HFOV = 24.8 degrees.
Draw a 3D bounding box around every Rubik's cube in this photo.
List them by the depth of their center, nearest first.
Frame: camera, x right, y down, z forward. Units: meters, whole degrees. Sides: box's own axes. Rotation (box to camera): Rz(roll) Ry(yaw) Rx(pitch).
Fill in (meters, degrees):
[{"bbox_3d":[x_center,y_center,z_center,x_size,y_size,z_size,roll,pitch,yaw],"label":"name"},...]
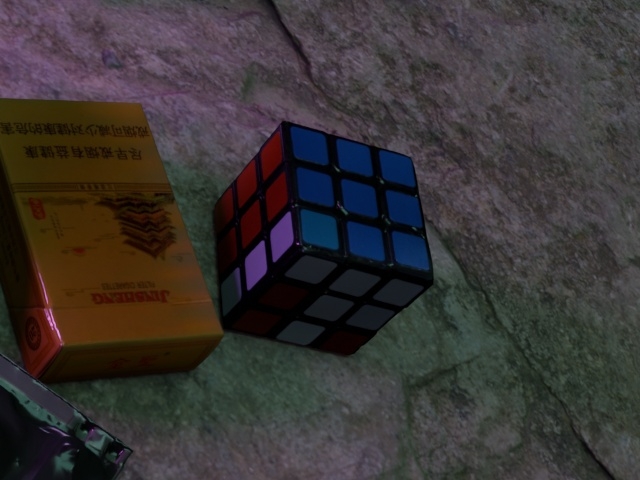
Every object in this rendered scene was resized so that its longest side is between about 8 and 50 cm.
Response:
[{"bbox_3d":[0.000,0.000,1.472,0.162,0.163,0.160,16,49,-29],"label":"Rubik's cube"}]

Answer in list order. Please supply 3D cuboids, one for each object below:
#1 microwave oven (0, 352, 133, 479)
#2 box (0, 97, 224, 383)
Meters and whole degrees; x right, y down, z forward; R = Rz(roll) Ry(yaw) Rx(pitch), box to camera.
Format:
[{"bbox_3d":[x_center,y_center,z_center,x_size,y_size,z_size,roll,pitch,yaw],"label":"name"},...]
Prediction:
[{"bbox_3d":[-0.326,0.170,1.081,0.295,0.181,0.237,38,42,-6],"label":"microwave oven"},{"bbox_3d":[-0.219,-0.005,1.377,0.174,0.076,0.274,-3,59,-36],"label":"box"}]
